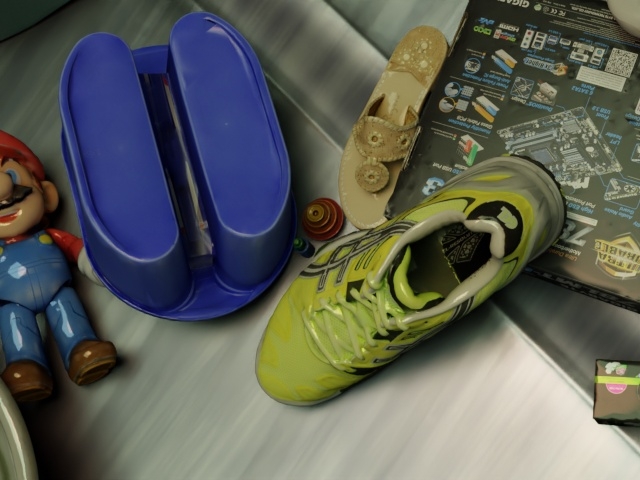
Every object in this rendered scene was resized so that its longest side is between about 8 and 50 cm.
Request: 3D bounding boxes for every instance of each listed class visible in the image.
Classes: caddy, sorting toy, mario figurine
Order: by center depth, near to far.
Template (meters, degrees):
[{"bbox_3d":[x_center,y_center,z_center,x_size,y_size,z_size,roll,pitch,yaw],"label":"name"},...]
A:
[{"bbox_3d":[0.000,0.000,1.375,0.061,0.042,0.102,-19,71,13],"label":"sorting toy"},{"bbox_3d":[-0.158,-0.083,1.381,0.241,0.179,0.341,-13,71,-10],"label":"caddy"},{"bbox_3d":[-0.345,0.012,1.409,0.170,0.198,0.321,-35,71,36],"label":"mario figurine"}]

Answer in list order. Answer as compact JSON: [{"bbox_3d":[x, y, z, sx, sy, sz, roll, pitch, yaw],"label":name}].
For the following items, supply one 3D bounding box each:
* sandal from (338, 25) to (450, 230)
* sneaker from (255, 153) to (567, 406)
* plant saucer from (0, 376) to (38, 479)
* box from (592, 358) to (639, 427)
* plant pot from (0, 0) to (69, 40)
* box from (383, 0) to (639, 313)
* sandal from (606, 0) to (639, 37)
[{"bbox_3d":[0.070,-0.133,1.365,0.088,0.079,0.240,20,83,22],"label":"sandal"},{"bbox_3d":[0.061,0.046,1.241,0.384,0.147,0.145,-40,84,28],"label":"sneaker"},{"bbox_3d":[-0.448,0.281,1.396,0.400,0.100,0.401,-1,88,28],"label":"plant saucer"},{"bbox_3d":[0.312,0.151,1.227,0.083,0.052,0.062,1,76,17],"label":"box"},{"bbox_3d":[-0.430,-0.346,1.547,0.234,0.165,0.166,-33,68,17],"label":"plant pot"},{"bbox_3d":[0.253,-0.106,1.301,0.295,0.073,0.293,19,84,21],"label":"box"},{"bbox_3d":[0.469,-0.338,1.255,0.416,0.102,0.169,-34,50,6],"label":"sandal"}]
